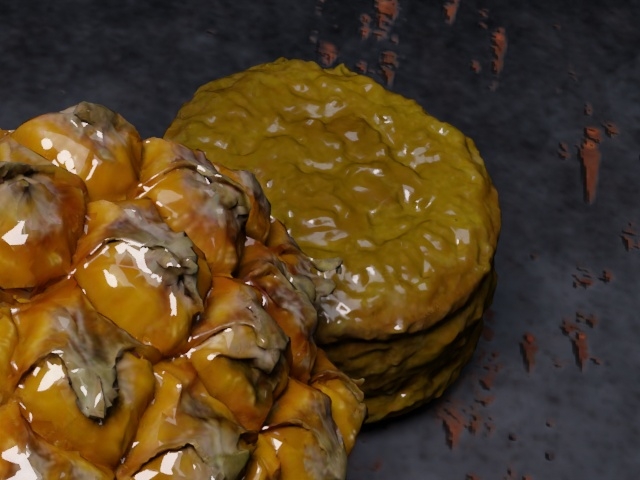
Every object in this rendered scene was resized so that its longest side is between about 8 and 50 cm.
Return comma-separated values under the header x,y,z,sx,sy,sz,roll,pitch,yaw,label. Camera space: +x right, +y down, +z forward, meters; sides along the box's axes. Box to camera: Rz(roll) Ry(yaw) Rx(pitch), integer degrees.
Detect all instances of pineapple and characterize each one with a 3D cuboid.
x,y,z,sx,sy,sz,roll,pitch,yaw,label
-0.123,0.098,0.609,0.344,0.209,0.286,-24,52,-6,pineapple

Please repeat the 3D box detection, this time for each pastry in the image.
x,y,z,sx,sy,sz,roll,pitch,yaw,label
0.000,0.000,0.863,0.188,0.103,0.189,7,47,-8,pastry
